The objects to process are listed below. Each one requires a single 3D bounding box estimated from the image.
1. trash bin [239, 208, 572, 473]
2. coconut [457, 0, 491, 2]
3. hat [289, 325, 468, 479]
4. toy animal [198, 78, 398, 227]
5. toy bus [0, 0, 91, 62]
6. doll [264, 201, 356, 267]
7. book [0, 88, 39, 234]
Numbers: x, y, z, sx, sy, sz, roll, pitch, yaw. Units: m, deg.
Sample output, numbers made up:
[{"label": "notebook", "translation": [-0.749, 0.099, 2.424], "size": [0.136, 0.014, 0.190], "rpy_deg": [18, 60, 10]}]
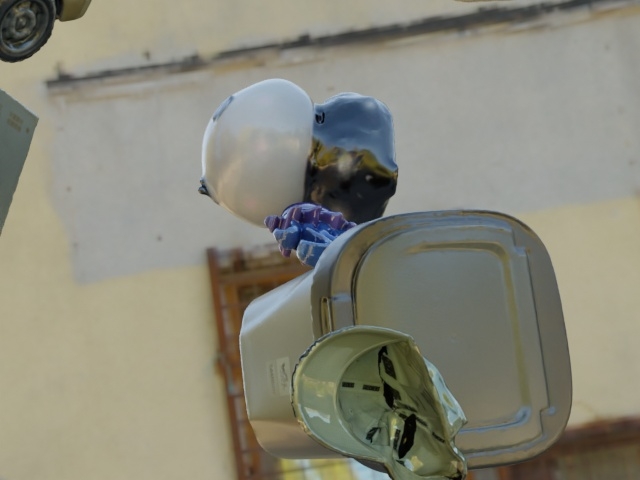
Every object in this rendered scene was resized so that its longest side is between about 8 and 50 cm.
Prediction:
[{"label": "trash bin", "translation": [0.060, 0.104, 1.250], "size": [0.219, 0.220, 0.250], "rpy_deg": [1, -12, -29]}, {"label": "coconut", "translation": [0.143, -0.294, 0.885], "size": [0.328, 0.329, 0.329], "rpy_deg": [-9, -12, -2]}, {"label": "hat", "translation": [0.039, 0.128, 1.047], "size": [0.166, 0.122, 0.081], "rpy_deg": [14, -7, -42]}, {"label": "toy animal", "translation": [-0.032, -0.104, 1.718], "size": [0.235, 0.187, 0.165], "rpy_deg": [5, 8, -9]}, {"label": "toy bus", "translation": [-0.302, -0.226, 0.872], "size": [0.365, 0.177, 0.202], "rpy_deg": [-16, -45, -51]}, {"label": "doll", "translation": [0.000, 0.000, 1.446], "size": [0.110, 0.067, 0.206], "rpy_deg": [14, 13, -15]}, {"label": "book", "translation": [-0.358, -0.018, 1.237], "size": [0.020, 0.295, 0.208], "rpy_deg": [9, -15, 26]}]
